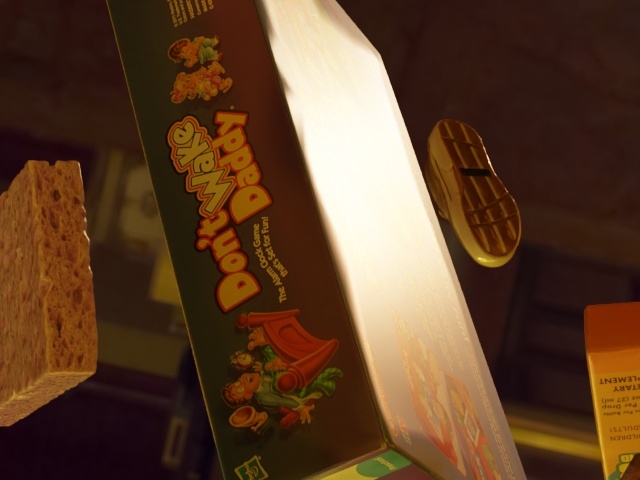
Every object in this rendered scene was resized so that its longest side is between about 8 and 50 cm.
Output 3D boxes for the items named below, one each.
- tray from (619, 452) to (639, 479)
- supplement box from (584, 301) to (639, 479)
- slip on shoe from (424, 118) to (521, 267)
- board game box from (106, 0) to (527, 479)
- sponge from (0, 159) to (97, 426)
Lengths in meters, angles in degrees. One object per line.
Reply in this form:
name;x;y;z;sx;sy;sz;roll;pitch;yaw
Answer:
tray;0.247;0.254;1.133;0.203;0.076;0.411;68;-165;3
supplement box;0.291;0.170;1.636;0.080;0.078;0.233;-80;-20;-55
slip on shoe;0.103;-0.027;1.276;0.041;0.051;0.135;-62;35;40
board game box;0.000;0.000;0.937;0.233;0.078;0.347;42;-154;-56
sponge;-0.173;0.036;1.029;0.210;0.031;0.117;149;116;-63
